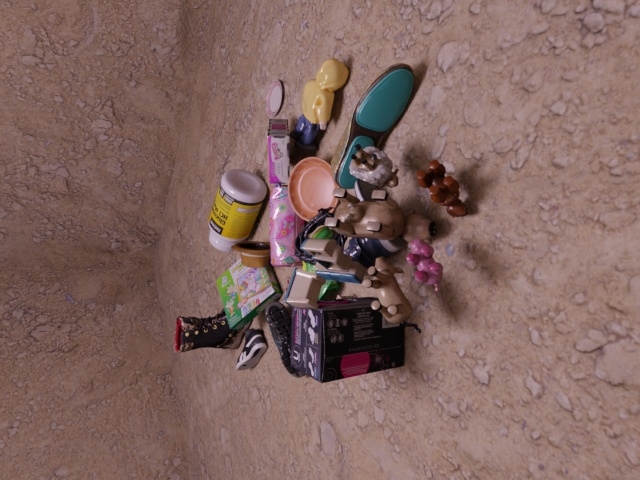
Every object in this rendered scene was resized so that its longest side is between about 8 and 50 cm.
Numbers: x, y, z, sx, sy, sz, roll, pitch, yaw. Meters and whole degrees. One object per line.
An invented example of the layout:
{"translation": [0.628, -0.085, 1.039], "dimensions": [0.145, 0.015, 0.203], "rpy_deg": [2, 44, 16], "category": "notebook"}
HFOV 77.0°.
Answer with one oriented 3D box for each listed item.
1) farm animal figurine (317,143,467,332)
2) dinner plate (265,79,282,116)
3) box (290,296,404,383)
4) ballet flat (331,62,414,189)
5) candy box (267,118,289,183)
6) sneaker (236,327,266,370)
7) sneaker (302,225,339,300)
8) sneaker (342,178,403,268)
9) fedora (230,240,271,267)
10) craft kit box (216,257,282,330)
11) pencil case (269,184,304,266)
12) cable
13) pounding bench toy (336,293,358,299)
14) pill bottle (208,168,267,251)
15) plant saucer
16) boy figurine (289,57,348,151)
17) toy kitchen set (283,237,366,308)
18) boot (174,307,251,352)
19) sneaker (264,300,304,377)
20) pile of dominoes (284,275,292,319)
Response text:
{"translation": [0.152, -0.014, 0.875], "dimensions": [0.326, 0.172, 0.330], "rpy_deg": [28, 90, 32], "category": "farm animal figurine"}
{"translation": [-0.179, -0.555, 1.577], "dimensions": [0.141, 0.017, 0.141], "rpy_deg": [-2, 88, 56], "category": "dinner plate"}
{"translation": [0.065, 0.223, 0.966], "dimensions": [0.142, 0.247, 0.163], "rpy_deg": [0, 89, 56], "category": "box"}
{"translation": [0.117, -0.297, 1.037], "dimensions": [0.123, 0.123, 0.349], "rpy_deg": [58, 135, 40], "category": "ballet flat"}
{"translation": [-0.140, -0.305, 1.355], "dimensions": [0.233, 0.071, 0.159], "rpy_deg": [-101, 12, -61], "category": "candy box"}
{"translation": [-0.295, 0.445, 1.683], "dimensions": [0.217, 0.079, 0.121], "rpy_deg": [-50, 46, 33], "category": "sneaker"}
{"translation": [0.004, 0.104, 1.220], "dimensions": [0.123, 0.109, 0.296], "rpy_deg": [11, 89, 20], "category": "sneaker"}
{"translation": [0.108, -0.036, 1.056], "dimensions": [0.163, 0.086, 0.226], "rpy_deg": [-46, 54, 43], "category": "sneaker"}
{"translation": [-0.245, 0.056, 1.516], "dimensions": [0.194, 0.194, 0.079], "rpy_deg": [20, 111, 55], "category": "fedora"}
{"translation": [-0.290, 0.185, 1.601], "dimensions": [0.250, 0.061, 0.247], "rpy_deg": [-41, 49, 15], "category": "craft kit box"}
{"translation": [-0.111, -0.052, 1.366], "dimensions": [0.124, 0.124, 0.284], "rpy_deg": [-3, 85, 57], "category": "pencil case"}
{"translation": [0.000, 0.000, 1.138], "dimensions": [0.184, 0.047, 0.151], "rpy_deg": [-37, 55, 17], "category": "cable"}
{"translation": [0.070, 0.199, 1.127], "dimensions": [0.052, 0.065, 0.083], "rpy_deg": [45, 126, 48], "category": "pounding bench toy"}
{"translation": [-0.361, -0.116, 1.690], "dimensions": [0.334, 0.188, 0.188], "rpy_deg": [-61, 42, 36], "category": "pill bottle"}
{"translation": [-0.016, -0.157, 1.247], "dimensions": [0.200, 0.037, 0.200], "rpy_deg": [7, 102, 36], "category": "plant saucer"}
{"translation": [-0.009, -0.426, 1.245], "dimensions": [0.285, 0.092, 0.177], "rpy_deg": [-62, 41, 34], "category": "boy figurine"}
{"translation": [-0.005, 0.100, 0.954], "dimensions": [0.122, 0.207, 0.166], "rpy_deg": [4, 67, 34], "category": "toy kitchen set"}
{"translation": [-0.463, 0.350, 1.743], "dimensions": [0.138, 0.284, 0.377], "rpy_deg": [60, 136, 39], "category": "boot"}
{"translation": [-0.110, 0.337, 1.383], "dimensions": [0.106, 0.101, 0.267], "rpy_deg": [113, 136, -71], "category": "sneaker"}
{"translation": [-0.074, 0.210, 1.374], "dimensions": [0.251, 0.040, 0.196], "rpy_deg": [-18, 74, 55], "category": "pile of dominoes"}
